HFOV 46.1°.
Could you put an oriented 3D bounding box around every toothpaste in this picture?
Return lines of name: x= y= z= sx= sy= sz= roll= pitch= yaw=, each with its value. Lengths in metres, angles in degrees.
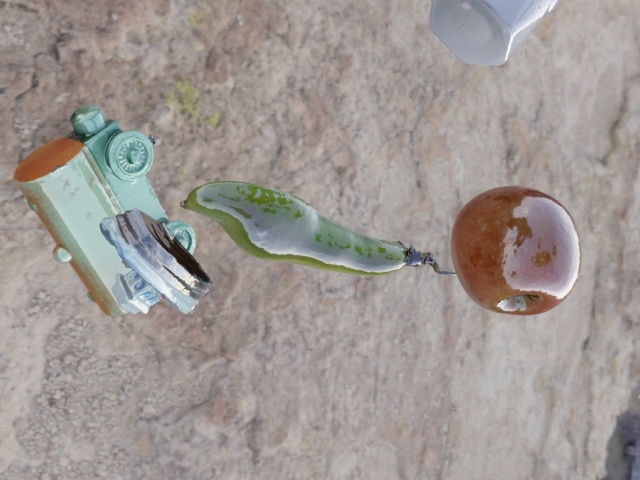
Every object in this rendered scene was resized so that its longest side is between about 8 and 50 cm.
toothpaste: x=0.219 y=-0.292 z=0.616 sx=0.125 sy=0.080 sz=0.371 roll=37 pitch=72 yaw=4

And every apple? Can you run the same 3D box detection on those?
apple: x=0.269 y=0.017 z=1.040 sx=0.181 sy=0.181 sz=0.169 roll=32 pitch=47 yaw=-43

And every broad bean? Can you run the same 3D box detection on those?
broad bean: x=-0.003 y=-0.004 z=0.846 sx=0.325 sy=0.075 sz=0.067 roll=15 pitch=51 yaw=-27

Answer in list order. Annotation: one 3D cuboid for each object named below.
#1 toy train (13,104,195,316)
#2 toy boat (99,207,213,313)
toy train: x=-0.282 y=-0.031 z=0.995 sx=0.177 sy=0.116 sz=0.285 roll=-45 pitch=136 yaw=-28
toy boat: x=-0.133 y=0.027 z=0.587 sx=0.059 sy=0.066 sz=0.140 roll=59 pitch=2 yaw=28
